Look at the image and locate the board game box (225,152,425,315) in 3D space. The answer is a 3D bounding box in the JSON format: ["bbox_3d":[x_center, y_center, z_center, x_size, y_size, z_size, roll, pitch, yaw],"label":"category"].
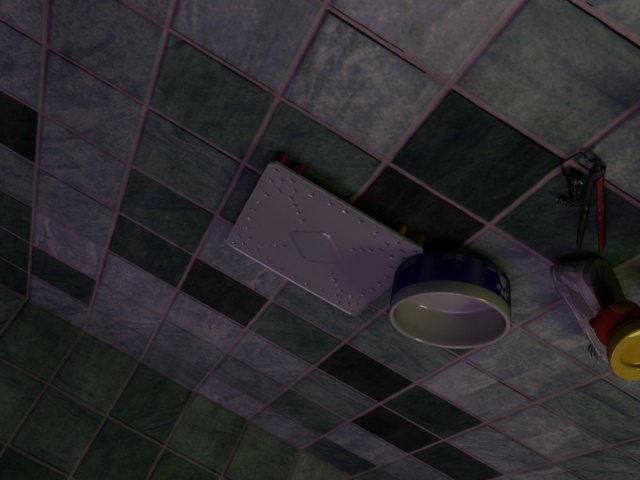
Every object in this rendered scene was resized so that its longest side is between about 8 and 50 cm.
[{"bbox_3d":[0.000,0.000,1.666,0.389,0.050,0.390,30,146,-6],"label":"board game box"}]

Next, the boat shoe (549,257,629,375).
[{"bbox_3d":[0.580,0.165,1.459,0.103,0.118,0.320,-3,132,48],"label":"boat shoe"}]

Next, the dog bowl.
[{"bbox_3d":[0.288,0.138,1.568,0.264,0.104,0.265,8,147,5],"label":"dog bowl"}]

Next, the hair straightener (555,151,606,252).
[{"bbox_3d":[0.468,-0.069,1.271,0.089,0.047,0.230,6,141,27],"label":"hair straightener"}]

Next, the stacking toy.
[{"bbox_3d":[0.665,0.102,1.288,0.308,0.130,0.280,-2,118,-7],"label":"stacking toy"}]
